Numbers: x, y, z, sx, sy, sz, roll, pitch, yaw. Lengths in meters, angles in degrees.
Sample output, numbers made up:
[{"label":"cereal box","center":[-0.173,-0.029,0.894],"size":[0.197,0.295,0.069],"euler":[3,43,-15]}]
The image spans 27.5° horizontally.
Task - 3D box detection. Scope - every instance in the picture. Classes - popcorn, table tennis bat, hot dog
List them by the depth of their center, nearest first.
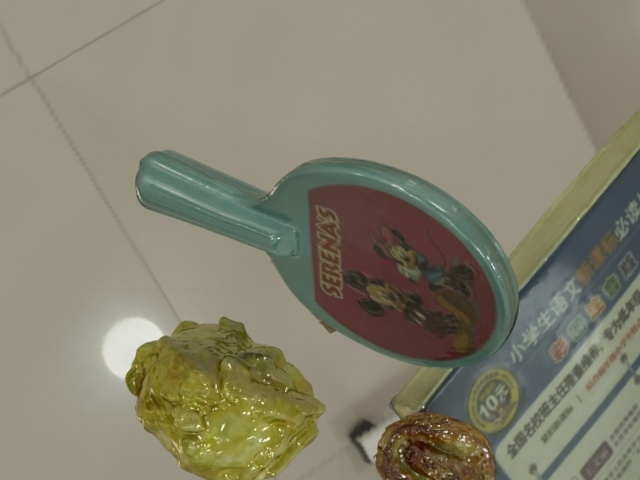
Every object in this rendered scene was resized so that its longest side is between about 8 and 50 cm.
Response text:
[{"label":"table tennis bat","center":[0.000,0.000,0.755],"size":[0.040,0.244,0.153],"euler":[-55,157,-36]},{"label":"hot dog","center":[0.075,0.138,0.797],"size":[0.083,0.035,0.058],"euler":[28,71,-22]},{"label":"popcorn","center":[-0.117,0.210,1.650],"size":[0.266,0.233,0.192],"euler":[15,101,-50]}]

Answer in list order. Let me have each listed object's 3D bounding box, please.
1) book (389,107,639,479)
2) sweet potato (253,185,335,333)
[{"label":"book","center":[0.256,0.156,0.971],"size":[0.300,0.039,0.428],"euler":[-46,118,-20]},{"label":"sweet potato","center":[-0.050,0.006,1.845],"size":[0.059,0.067,0.281],"euler":[-34,89,-34]}]
